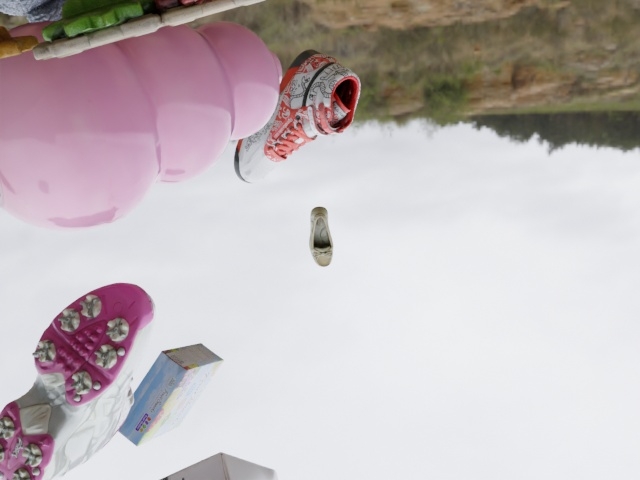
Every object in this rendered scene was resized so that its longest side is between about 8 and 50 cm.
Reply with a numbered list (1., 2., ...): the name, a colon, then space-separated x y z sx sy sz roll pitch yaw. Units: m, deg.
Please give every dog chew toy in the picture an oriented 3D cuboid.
1. dog chew toy: -0.186 -0.140 0.774 0.332 0.206 0.207 -25 -154 -29

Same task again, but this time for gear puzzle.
1. gear puzzle: -0.138 -0.186 0.573 0.339 0.044 0.175 -18 -158 -7

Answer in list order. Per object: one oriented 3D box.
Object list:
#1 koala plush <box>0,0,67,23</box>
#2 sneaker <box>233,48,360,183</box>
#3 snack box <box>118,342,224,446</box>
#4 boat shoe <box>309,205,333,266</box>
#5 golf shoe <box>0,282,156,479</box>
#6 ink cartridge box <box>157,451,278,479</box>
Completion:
1. koala plush: -0.335 -0.363 0.885 0.203 0.221 0.196 8 157 47
2. sneaker: -0.039 -0.198 1.297 0.145 0.270 0.090 37 -175 42
3. snack box: -0.291 0.294 1.454 0.070 0.174 0.207 35 -175 10
4. boat shoe: 0.002 -0.001 1.687 0.056 0.152 0.048 -2 -151 -2
5. golf shoe: -0.274 0.169 0.889 0.115 0.306 0.140 46 -161 22
6. ink cartridge box: -0.188 0.412 1.094 0.237 0.172 0.100 -27 -123 13
